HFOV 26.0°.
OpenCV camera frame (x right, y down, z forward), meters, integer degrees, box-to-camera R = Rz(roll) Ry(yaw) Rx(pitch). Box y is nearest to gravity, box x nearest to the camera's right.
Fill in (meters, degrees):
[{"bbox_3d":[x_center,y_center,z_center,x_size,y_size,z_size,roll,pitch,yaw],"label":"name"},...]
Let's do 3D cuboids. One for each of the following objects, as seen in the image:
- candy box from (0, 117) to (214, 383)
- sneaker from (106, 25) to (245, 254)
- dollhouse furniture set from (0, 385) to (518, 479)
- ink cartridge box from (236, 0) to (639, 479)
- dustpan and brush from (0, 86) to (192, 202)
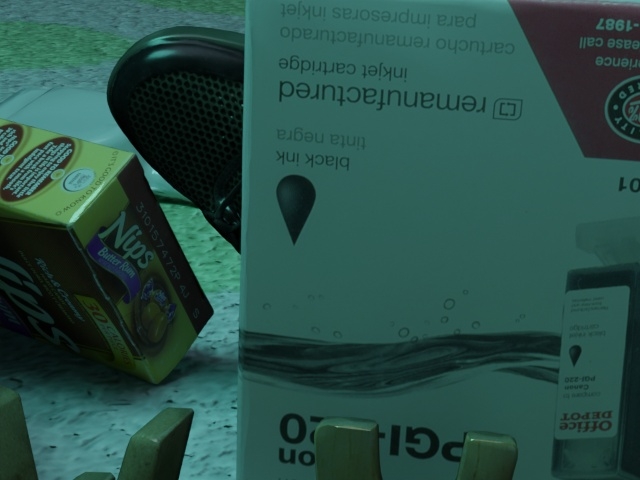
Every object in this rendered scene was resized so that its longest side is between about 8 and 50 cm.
[{"bbox_3d":[-0.151,-0.006,0.666,0.187,0.109,0.053,14,53,33],"label":"candy box"},{"bbox_3d":[0.000,0.000,0.597,0.227,0.087,0.130,42,20,-13],"label":"sneaker"},{"bbox_3d":[0.007,0.134,0.308,0.262,0.135,0.259,6,7,8],"label":"dollhouse furniture set"},{"bbox_3d":[0.054,0.014,0.472,0.159,0.217,0.092,4,24,5],"label":"ink cartridge box"},{"bbox_3d":[-0.135,-0.051,0.924,0.211,0.060,0.147,3,28,21],"label":"dustpan and brush"}]
